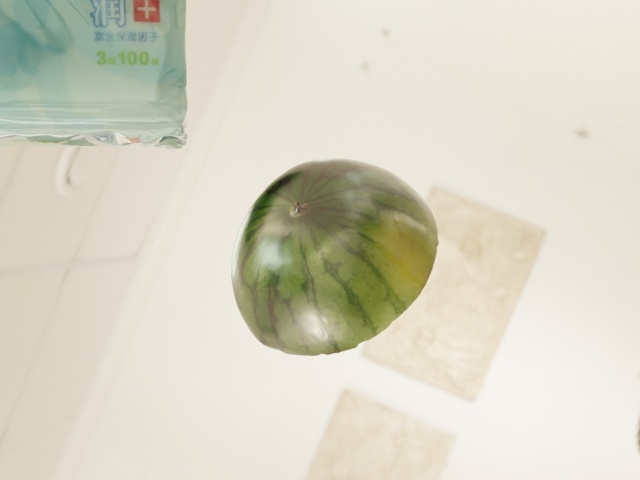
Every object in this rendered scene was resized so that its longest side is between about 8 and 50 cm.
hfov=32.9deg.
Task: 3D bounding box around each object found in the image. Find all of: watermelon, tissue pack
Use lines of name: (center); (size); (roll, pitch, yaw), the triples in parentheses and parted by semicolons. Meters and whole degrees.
watermelon: (0.000, 0.000, 0.512); (0.062, 0.105, 0.105); (56, -130, -41)
tissue pack: (-0.208, -0.144, 0.639); (0.089, 0.263, 0.177); (-175, 84, -80)
